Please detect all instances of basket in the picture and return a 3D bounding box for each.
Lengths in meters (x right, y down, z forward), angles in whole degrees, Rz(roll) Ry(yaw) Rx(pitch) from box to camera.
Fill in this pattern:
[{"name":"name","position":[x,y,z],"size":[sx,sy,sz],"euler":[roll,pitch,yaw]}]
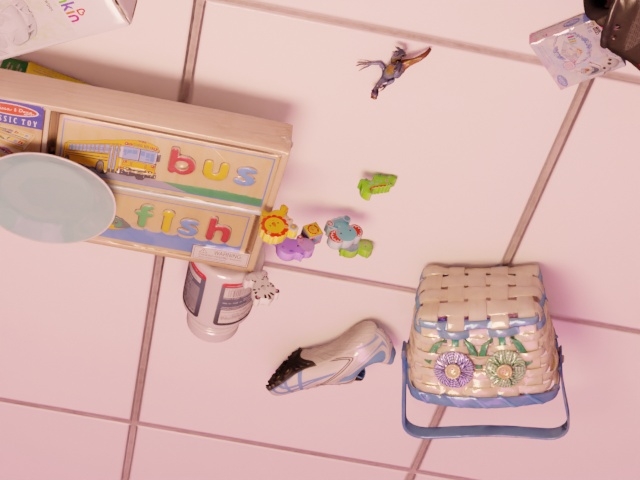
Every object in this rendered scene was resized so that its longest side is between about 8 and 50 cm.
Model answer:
[{"name":"basket","position":[0.235,0.183,2.211],"size":[0.254,0.201,0.289],"euler":[-3,129,10]}]

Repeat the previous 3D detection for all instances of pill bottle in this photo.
[{"name":"pill bottle","position":[-0.147,0.067,2.199],"size":[0.108,0.108,0.180],"euler":[11,140,-6]}]

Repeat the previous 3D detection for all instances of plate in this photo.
[{"name":"plate","position":[-0.362,-0.061,1.975],"size":[0.188,0.024,0.188],"euler":[3,141,3]}]

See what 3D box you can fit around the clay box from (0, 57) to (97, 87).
[{"name":"clay box","position":[-0.338,-0.157,2.000],"size":[0.222,0.053,0.127],"euler":[19,139,-17]}]

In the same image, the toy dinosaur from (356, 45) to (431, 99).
[{"name":"toy dinosaur","position":[0.092,-0.207,1.896],"size":[0.090,0.047,0.082],"euler":[-1,159,-7]}]

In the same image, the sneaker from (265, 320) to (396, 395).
[{"name":"sneaker","position":[0.013,0.202,2.350],"size":[0.237,0.085,0.086],"euler":[-26,112,31]}]

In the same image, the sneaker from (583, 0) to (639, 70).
[{"name":"sneaker","position":[0.411,-0.261,1.706],"size":[0.202,0.185,0.483],"euler":[-4,130,22]}]

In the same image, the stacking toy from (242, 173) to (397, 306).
[{"name":"stacking toy","position":[0.000,0.000,2.071],"size":[0.221,0.052,0.167],"euler":[-19,150,-26]}]

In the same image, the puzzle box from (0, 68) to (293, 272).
[{"name":"puzzle box","position":[-0.259,-0.088,1.993],"size":[0.409,0.052,0.272],"euler":[10,141,-7]}]

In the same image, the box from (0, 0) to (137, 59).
[{"name":"box","position":[-0.307,-0.332,1.628],"size":[0.231,0.262,0.127],"euler":[-11,137,21]}]

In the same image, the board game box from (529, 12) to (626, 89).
[{"name":"board game box","position":[0.318,-0.235,1.846],"size":[0.090,0.020,0.090],"euler":[-20,134,27]}]
